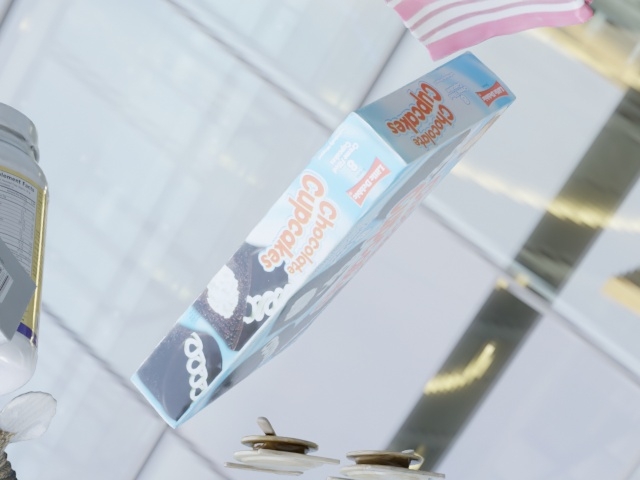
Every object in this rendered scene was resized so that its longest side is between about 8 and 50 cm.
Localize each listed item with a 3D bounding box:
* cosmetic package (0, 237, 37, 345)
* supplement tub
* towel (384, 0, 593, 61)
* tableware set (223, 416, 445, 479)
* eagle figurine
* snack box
[{"bbox_3d":[-0.433,0.069,1.768,0.127,0.238,0.107,57,-151,-28],"label":"cosmetic package"},{"bbox_3d":[-0.459,0.010,2.091,0.241,0.241,0.331,16,-119,-32],"label":"supplement tub"},{"bbox_3d":[0.097,-0.204,1.251,0.197,0.144,0.029,39,-130,-45],"label":"towel"},{"bbox_3d":[0.012,0.203,1.626,0.194,0.128,0.039,10,-106,-18],"label":"tableware set"},{"bbox_3d":[-0.489,0.308,2.190,0.226,0.225,0.298,23,-126,-26],"label":"eagle figurine"},{"bbox_3d":[0.000,0.000,1.301,0.060,0.322,0.187,46,-144,8],"label":"snack box"}]
